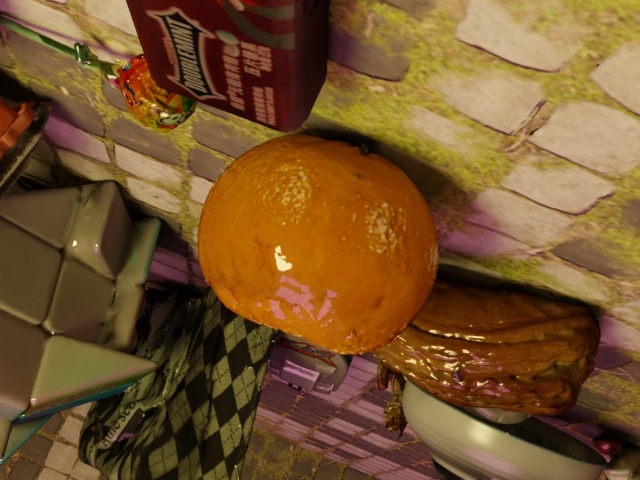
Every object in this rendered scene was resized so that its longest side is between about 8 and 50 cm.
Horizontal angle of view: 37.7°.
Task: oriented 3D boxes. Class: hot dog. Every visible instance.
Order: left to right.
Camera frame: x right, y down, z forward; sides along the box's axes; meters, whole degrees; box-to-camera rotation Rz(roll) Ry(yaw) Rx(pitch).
[{"bbox_3d":[0.129,0.096,0.927,0.272,0.122,0.196,12,166,24],"label":"hot dog"}]

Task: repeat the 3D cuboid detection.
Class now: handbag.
[{"bbox_3d":[-0.197,0.198,1.318,0.180,0.316,0.416,22,167,-20],"label":"handbag"}]

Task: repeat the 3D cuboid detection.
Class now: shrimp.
[{"bbox_3d":[0.105,0.215,1.312,0.045,0.095,0.162,-10,-169,12],"label":"shrimp"}]

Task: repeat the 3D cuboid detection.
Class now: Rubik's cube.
[{"bbox_3d":[-0.377,0.083,1.133,0.387,0.358,0.368,-4,154,32],"label":"Rubik's cube"}]

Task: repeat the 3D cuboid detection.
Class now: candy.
[{"bbox_3d":[-0.184,-0.143,0.742,0.201,0.060,0.060,26,163,15],"label":"candy"}]

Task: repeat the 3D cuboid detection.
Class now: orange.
[{"bbox_3d":[0.000,0.000,0.742,0.193,0.161,0.193,20,169,4],"label":"orange"}]

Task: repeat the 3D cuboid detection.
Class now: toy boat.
[{"bbox_3d":[-0.019,0.155,1.313,0.129,0.088,0.295,21,162,2],"label":"toy boat"}]

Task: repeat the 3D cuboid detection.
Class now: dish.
[{"bbox_3d":[0.219,0.288,1.222,0.273,0.133,0.273,21,-179,-1],"label":"dish"}]

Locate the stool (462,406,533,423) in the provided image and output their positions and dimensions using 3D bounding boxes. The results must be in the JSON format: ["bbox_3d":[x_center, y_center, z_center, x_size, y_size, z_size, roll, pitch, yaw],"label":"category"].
[{"bbox_3d":[0.201,0.162,1.075,0.096,0.096,0.110,24,168,-5],"label":"stool"}]

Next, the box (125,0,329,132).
[{"bbox_3d":[-0.054,-0.147,0.531,0.120,0.069,0.224,21,163,5],"label":"box"}]

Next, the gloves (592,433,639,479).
[{"bbox_3d":[0.438,0.343,1.300,0.140,0.131,0.218,1,122,52],"label":"gloves"}]

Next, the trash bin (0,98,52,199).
[{"bbox_3d":[-0.390,-0.124,0.856,0.161,0.184,0.238,-8,132,45],"label":"trash bin"}]
